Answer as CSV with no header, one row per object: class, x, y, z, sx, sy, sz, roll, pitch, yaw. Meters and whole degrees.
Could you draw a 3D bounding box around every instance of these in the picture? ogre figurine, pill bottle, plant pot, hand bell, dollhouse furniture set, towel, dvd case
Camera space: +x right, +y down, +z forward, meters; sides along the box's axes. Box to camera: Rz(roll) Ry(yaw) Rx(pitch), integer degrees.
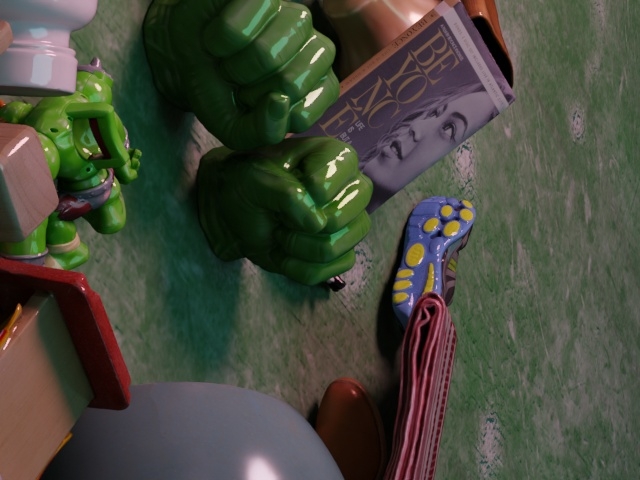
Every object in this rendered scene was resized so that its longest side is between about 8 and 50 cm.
ogre figurine,-0.176,-0.048,1.136,0.197,0.097,0.118,-38,137,-41
pill bottle,-0.199,-0.188,1.068,0.108,0.108,0.180,3,89,-62
plant pot,-0.097,0.237,1.123,0.293,0.293,0.235,45,37,-54
hand bell,0.007,-0.258,1.488,0.242,0.126,0.126,47,50,-37
dollhouse furniture set,-0.256,0.013,0.904,0.201,0.152,0.374,-56,142,-44
towel,0.096,0.184,1.608,0.329,0.037,0.237,51,49,-79
dvd case,0.069,-0.111,1.520,0.221,0.018,0.164,-39,141,1

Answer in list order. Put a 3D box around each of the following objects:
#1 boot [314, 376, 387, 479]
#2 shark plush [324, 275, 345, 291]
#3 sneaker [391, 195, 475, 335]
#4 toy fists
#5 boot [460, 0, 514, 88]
boot,-0.007,0.224,1.500,0.152,0.073,0.197,8,82,-58
shark plush,0.000,0.000,1.518,0.161,0.073,0.067,41,26,-50
sneaker,0.116,0.026,1.740,0.078,0.067,0.188,90,18,-51
toy fists,-0.045,-0.084,1.329,0.096,0.142,0.279,-53,136,-47
boot,0.115,-0.310,1.586,0.264,0.096,0.280,72,10,-54
